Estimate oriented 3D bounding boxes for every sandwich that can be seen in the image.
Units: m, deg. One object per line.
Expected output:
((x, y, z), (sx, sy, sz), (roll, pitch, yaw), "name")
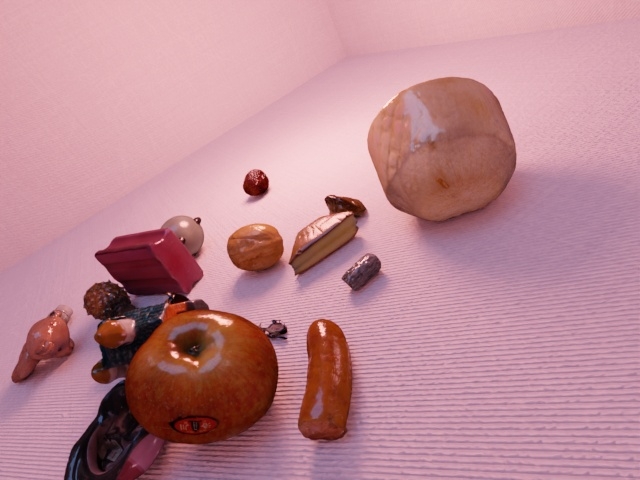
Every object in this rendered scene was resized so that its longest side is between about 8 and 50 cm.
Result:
((0.000, 0.000, 1.264), (0.258, 0.094, 0.096), (-34, 33, -7), "sandwich")

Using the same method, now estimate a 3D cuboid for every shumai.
((0.075, -0.111, 1.381), (0.105, 0.139, 0.123), (-53, -6, 18), "shumai")

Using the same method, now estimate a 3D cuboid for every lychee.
((-0.303, -0.266, 1.866), (0.128, 0.123, 0.123), (-26, 31, 3), "lychee")

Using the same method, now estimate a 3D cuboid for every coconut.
((0.338, -0.270, 1.153), (0.414, 0.345, 0.416), (-5, 59, 9), "coconut")

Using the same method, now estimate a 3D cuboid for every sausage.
((0.013, 0.276, 0.848), (0.108, 0.109, 0.271), (-19, 33, 15), "sausage")

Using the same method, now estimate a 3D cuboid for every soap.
((-0.650, 0.091, 1.516), (0.359, 0.233, 0.128), (-6, 36, 33), "soap")

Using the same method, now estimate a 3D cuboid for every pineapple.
((-0.752, 0.244, 1.461), (0.278, 0.158, 0.158), (13, 50, 43), "pineapple")

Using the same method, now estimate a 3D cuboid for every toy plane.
((-0.132, 0.241, 1.081), (0.120, 0.031, 0.049), (-1, 49, 33), "toy plane")

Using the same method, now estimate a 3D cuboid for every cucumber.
((0.110, 0.087, 1.081), (0.112, 0.064, 0.064), (-41, 33, -17), "cucumber")

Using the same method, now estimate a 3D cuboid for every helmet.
((-0.429, 0.443, 0.913), (0.198, 0.154, 0.254), (-12, 51, 20), "helmet")

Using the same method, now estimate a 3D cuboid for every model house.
((-0.444, 0.264, 0.994), (0.271, 0.191, 0.301), (-15, -10, 8), "model house")

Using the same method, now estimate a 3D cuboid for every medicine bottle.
((-1.090, 0.334, 1.657), (0.080, 0.080, 0.130), (-17, 33, 18), "medicine bottle")

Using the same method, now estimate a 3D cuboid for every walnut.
((-0.216, 0.023, 1.343), (0.206, 0.159, 0.159), (-15, 34, 23), "walnut")

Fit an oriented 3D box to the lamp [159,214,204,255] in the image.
((-0.592, 0.003, 1.669), (0.243, 0.197, 0.198), (-34, 22, 40), "lamp")

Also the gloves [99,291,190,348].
((-0.531, 0.284, 1.225), (0.331, 0.141, 0.154), (-31, 19, 13), "gloves")

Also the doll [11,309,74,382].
((-1.005, 0.409, 1.462), (0.303, 0.156, 0.201), (-49, 33, 23), "doll")

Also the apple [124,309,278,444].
((-0.242, 0.274, 0.849), (0.309, 0.250, 0.278), (-2, 53, -28), "apple")
